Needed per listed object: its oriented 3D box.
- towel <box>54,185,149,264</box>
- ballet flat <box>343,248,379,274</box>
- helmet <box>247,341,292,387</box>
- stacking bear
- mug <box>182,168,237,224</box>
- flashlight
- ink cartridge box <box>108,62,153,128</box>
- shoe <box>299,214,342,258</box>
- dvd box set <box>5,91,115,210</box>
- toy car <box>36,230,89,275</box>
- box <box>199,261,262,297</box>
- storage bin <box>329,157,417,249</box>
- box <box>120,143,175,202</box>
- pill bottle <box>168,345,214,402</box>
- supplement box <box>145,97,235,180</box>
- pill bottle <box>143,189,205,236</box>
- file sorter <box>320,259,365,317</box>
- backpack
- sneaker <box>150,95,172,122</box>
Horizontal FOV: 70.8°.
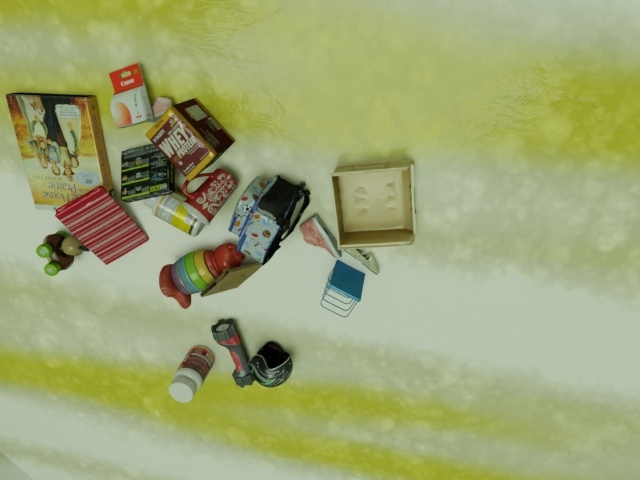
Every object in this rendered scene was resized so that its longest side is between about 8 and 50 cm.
[{"bbox_3d":[-0.796,-0.053,1.653,0.198,0.031,0.275,-31,126,-1],"label":"towel"},{"bbox_3d":[0.155,0.057,1.596,0.168,0.057,0.052,37,106,-8],"label":"ballet flat"},{"bbox_3d":[-0.196,0.508,1.811,0.161,0.169,0.169,38,117,9],"label":"helmet"},{"bbox_3d":[-0.424,0.105,1.665,0.288,0.164,0.175,-25,142,8],"label":"stacking bear"},{"bbox_3d":[-0.367,-0.159,1.500,0.113,0.169,0.150,31,160,18],"label":"mug"},{"bbox_3d":[-0.359,0.471,1.858,0.103,0.103,0.304,6,120,37],"label":"flashlight"},{"bbox_3d":[-0.627,-0.466,1.460,0.145,0.045,0.179,-5,108,27],"label":"ink cartridge box"},{"bbox_3d":[0.000,0.000,1.593,0.081,0.063,0.178,-30,102,23],"label":"shoe"},{"bbox_3d":[-0.916,-0.304,1.607,0.307,0.062,0.421,5,116,7],"label":"dvd box set"},{"bbox_3d":[-0.951,0.036,1.736,0.188,0.155,0.149,-9,114,0],"label":"toy car"},{"bbox_3d":[-0.322,0.141,1.643,0.164,0.201,0.021,-40,78,24],"label":"box"},{"bbox_3d":[0.179,-0.119,1.469,0.260,0.123,0.262,-3,114,12],"label":"storage bin"},{"bbox_3d":[-0.591,-0.235,1.539,0.190,0.045,0.184,-10,77,14],"label":"box"},{"bbox_3d":[-0.529,0.547,1.852,0.121,0.221,0.121,4,115,8],"label":"pill bottle"},{"bbox_3d":[-0.407,-0.326,1.434,0.129,0.194,0.191,-37,104,23],"label":"supplement box"},{"bbox_3d":[-0.509,-0.111,1.596,0.215,0.117,0.117,30,116,-4],"label":"pill bottle"},{"bbox_3d":[0.077,0.173,1.600,0.118,0.170,0.105,27,119,-3],"label":"file sorter"},{"bbox_3d":[-0.187,-0.064,1.493,0.213,0.276,0.263,24,123,3],"label":"backpack"},{"bbox_3d":[-0.537,-0.435,1.491,0.134,0.051,0.070,-3,83,32],"label":"sneaker"}]
